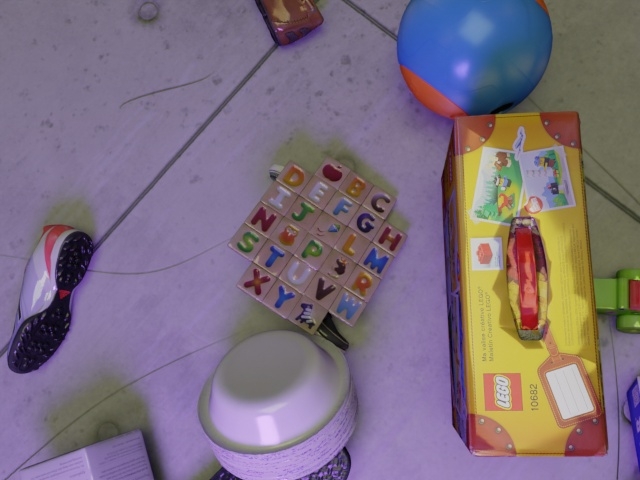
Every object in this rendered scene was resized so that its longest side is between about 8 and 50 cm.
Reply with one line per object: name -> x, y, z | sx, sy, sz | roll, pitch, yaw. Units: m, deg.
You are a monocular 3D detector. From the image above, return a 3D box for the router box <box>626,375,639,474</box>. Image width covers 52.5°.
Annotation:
router box -> 0.705, 0.405, 1.087 | 0.301, 0.082, 0.335 | 0, 55, 9

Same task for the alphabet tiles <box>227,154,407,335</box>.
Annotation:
alphabet tiles -> 0.000, 0.000, 1.268 | 0.285, 0.011, 0.342 | 33, 66, 1

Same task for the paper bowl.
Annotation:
paper bowl -> -0.082, 0.275, 1.169 | 0.284, 0.148, 0.284 | -10, 36, 7

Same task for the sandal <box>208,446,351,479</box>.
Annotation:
sandal -> -0.136, 0.484, 1.250 | 0.445, 0.107, 0.167 | -33, 79, 13

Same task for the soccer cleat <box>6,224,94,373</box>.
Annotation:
soccer cleat -> -0.584, 0.119, 1.366 | 0.116, 0.108, 0.318 | 17, 85, 32

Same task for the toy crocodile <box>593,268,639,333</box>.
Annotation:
toy crocodile -> 0.649, 0.121, 1.194 | 0.340, 0.105, 0.115 | 11, 72, 9

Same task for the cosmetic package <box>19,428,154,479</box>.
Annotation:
cosmetic package -> -0.402, 0.566, 1.204 | 0.197, 0.155, 0.365 | -23, 79, 25

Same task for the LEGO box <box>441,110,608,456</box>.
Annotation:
LEGO box -> 0.321, 0.084, 1.113 | 0.193, 0.372, 0.500 | -2, 80, 7

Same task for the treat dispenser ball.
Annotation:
treat dispenser ball -> 0.289, -0.373, 1.235 | 0.288, 0.288, 0.288 | -1, 80, 7

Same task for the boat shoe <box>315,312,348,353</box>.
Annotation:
boat shoe -> -0.010, 0.137, 1.296 | 0.065, 0.075, 0.206 | -46, 74, 1

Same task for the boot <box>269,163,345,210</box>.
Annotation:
boot -> -0.042, -0.078, 1.337 | 0.190, 0.069, 0.086 | 32, 80, 10

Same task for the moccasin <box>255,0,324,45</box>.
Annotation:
moccasin -> -0.112, -0.614, 1.402 | 0.147, 0.139, 0.380 | -27, 79, 1
